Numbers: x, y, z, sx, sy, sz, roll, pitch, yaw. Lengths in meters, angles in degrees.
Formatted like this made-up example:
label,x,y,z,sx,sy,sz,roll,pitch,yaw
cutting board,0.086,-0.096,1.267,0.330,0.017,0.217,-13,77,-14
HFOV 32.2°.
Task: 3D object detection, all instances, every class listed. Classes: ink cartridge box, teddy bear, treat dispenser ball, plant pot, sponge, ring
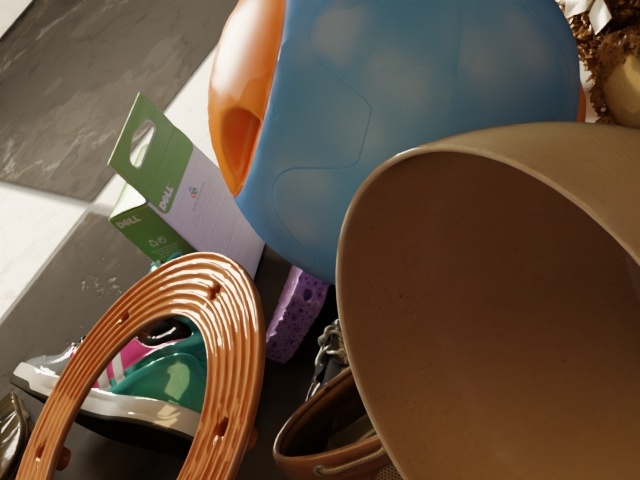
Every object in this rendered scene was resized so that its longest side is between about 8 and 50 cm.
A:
label,x,y,z,sx,sy,sz,roll,pitch,yaw
ink cartridge box,-0.146,-0.037,1.126,0.062,0.209,0.109,-19,39,35
teddy bear,0.258,-0.206,0.938,0.245,0.113,0.338,-68,27,10
treat dispenser ball,0.058,-0.102,0.856,0.288,0.288,0.288,-30,34,23
plant pot,0.170,0.051,0.627,0.191,0.284,0.284,-25,20,-31
sponge,0.000,0.000,1.030,0.117,0.031,0.210,118,172,-54
ring,-0.149,0.163,0.879,0.336,0.032,0.336,-35,38,33

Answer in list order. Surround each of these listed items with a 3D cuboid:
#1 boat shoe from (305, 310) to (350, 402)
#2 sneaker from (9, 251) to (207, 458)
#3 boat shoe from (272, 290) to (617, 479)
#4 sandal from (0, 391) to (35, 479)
label,x,y,z,sx,sy,sz,roll,pitch,yaw
boat shoe,0.016,0.089,0.921,0.075,0.065,0.206,-17,37,39
sneaker,-0.174,0.099,1.080,0.295,0.124,0.178,4,61,42
boat shoe,0.103,0.086,0.779,0.324,0.116,0.123,-43,31,4
sandal,-0.341,0.230,1.200,0.090,0.060,0.219,-42,16,-6
